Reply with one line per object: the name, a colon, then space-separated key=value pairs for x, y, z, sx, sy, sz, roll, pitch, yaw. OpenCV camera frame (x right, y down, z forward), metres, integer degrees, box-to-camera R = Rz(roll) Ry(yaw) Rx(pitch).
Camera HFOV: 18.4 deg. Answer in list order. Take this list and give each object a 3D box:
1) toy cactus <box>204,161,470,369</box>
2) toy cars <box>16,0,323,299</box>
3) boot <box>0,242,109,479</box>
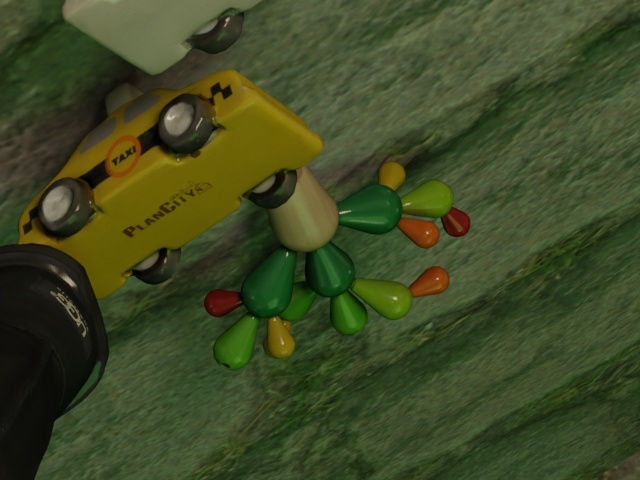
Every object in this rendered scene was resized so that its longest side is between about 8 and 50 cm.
toy cactus: x=0.000 y=0.000 z=1.452 sx=0.219 sy=0.112 sz=0.180 roll=-28 pitch=138 yaw=-1
toy cars: x=-0.075 y=-0.113 z=1.127 sx=0.176 sy=0.087 sz=0.393 roll=-5 pitch=143 yaw=-21
boot: x=-0.291 y=0.153 z=0.978 sx=0.367 sy=0.146 sz=0.445 roll=-35 pitch=-170 yaw=7
